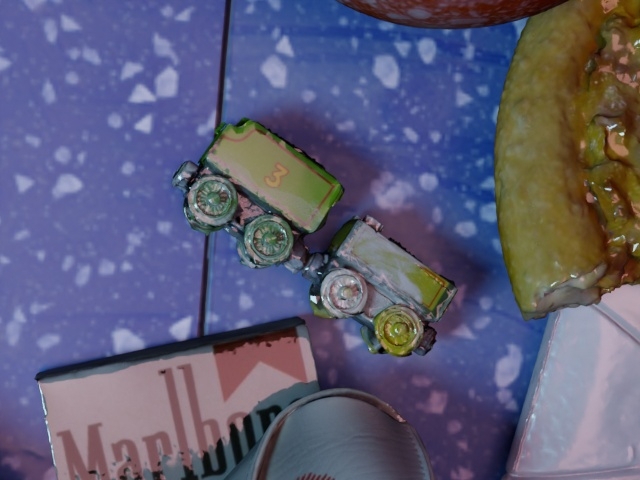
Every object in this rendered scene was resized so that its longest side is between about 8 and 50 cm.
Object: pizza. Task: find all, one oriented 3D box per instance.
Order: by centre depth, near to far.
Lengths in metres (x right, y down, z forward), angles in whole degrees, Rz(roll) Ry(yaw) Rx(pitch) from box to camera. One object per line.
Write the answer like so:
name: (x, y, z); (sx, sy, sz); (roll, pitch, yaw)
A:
pizza: (0.262, -0.098, 0.699); (0.277, 0.114, 0.409); (41, 77, 4)

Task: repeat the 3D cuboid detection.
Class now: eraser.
eraser: (0.256, 0.127, 0.743); (0.243, 0.059, 0.204); (18, 87, -6)

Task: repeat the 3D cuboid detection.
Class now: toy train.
toy train: (0.000, 0.000, 0.698); (0.202, 0.060, 0.081); (35, 80, -10)

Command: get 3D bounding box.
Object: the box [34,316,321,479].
box: (-0.086, 0.124, 0.698); (0.177, 0.036, 0.115); (-12, 92, -9)

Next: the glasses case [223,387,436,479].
glasses case: (-0.059, 0.221, 0.634); (0.083, 0.128, 0.308); (41, 94, -26)

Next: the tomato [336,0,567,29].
tomato: (0.065, -0.253, 0.619); (0.270, 0.227, 0.270); (1, 89, -29)
